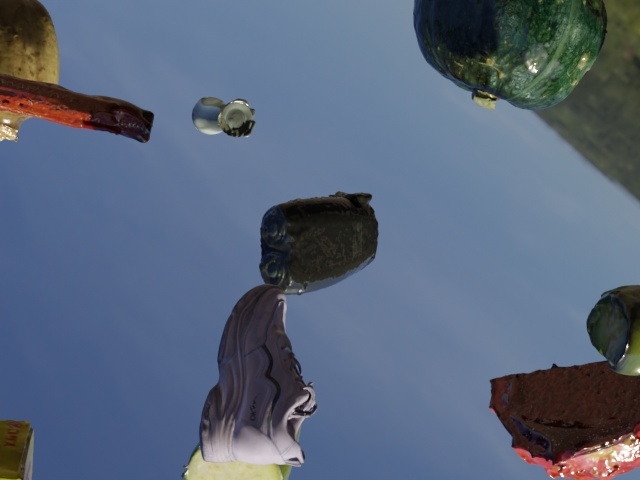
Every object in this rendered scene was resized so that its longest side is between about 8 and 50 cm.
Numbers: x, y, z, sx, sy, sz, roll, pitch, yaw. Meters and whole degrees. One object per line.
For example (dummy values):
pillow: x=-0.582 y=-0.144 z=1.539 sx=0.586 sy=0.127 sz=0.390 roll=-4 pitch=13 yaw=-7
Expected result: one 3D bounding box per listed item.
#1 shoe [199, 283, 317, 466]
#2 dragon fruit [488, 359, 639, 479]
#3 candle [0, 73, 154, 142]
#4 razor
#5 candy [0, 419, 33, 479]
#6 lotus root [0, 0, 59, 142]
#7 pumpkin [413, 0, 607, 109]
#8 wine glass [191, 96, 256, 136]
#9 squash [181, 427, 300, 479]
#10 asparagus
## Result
shoe: x=-0.063 y=0.175 z=1.776 sx=0.138 sy=0.245 sz=0.095 roll=12 pitch=159 yaw=9
dragon fruit: x=0.362 y=0.236 z=1.813 sx=0.189 sy=0.262 sz=0.163 roll=28 pitch=-128 yaw=-57
candle: x=-0.372 y=-0.191 z=1.919 sx=0.302 sy=0.059 sz=0.084 roll=15 pitch=173 yaw=12
razor: x=0.004 y=0.000 z=2.772 sx=0.107 sy=0.189 sz=0.327 roll=6 pitch=-169 yaw=32
candy: x=-0.450 y=0.251 z=1.479 sx=0.276 sy=0.088 sz=0.146 roll=3 pitch=-165 yaw=-9
lotus root: x=-0.490 y=-0.282 z=2.180 sx=0.154 sy=0.256 sz=0.140 roll=4 pitch=174 yaw=-37
pumpkin: x=0.265 y=-0.347 z=2.111 sx=0.293 sy=0.263 sz=0.197 roll=18 pitch=177 yaw=38
wine glass: x=-0.171 y=-0.217 z=2.451 sx=0.072 sy=0.072 sz=0.155 roll=35 pitch=173 yaw=-24
squash: x=-0.137 y=0.369 z=2.507 sx=0.189 sy=0.189 sz=0.260 roll=39 pitch=-160 yaw=-11
asparagus: x=0.368 y=0.073 z=1.389 sx=0.343 sy=0.085 sz=0.082 roll=-9 pitch=-88 yaw=-48
